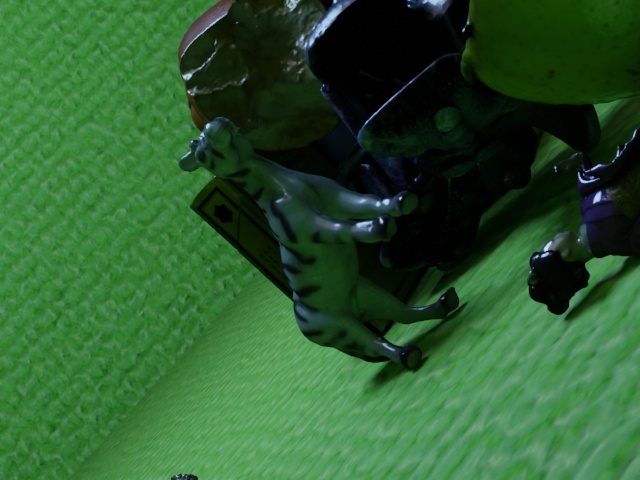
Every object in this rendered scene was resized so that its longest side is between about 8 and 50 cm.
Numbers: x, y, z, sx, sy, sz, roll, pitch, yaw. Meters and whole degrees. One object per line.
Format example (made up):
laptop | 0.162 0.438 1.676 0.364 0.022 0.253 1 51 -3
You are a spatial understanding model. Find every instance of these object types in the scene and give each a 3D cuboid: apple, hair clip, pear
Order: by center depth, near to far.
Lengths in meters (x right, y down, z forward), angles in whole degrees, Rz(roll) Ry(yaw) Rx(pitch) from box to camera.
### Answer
pear | 0.229 -0.206 0.845 0.292 0.292 0.159 -50 -35 -33
hair clip | 0.105 -0.114 1.059 0.206 0.194 0.310 -29 -24 -9
apple | -0.053 -0.164 1.149 0.158 0.156 0.147 -6 23 10

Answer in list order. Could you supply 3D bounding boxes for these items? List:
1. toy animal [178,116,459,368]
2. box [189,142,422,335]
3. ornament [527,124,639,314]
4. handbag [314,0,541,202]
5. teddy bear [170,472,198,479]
toy animal | 0.009 -0.006 0.993 0.170 0.255 0.090 -17 17 50
box | -0.006 -0.011 1.212 0.064 0.220 0.141 -45 4 44
ornament | 0.188 -0.043 0.732 0.203 0.081 0.088 -44 5 18
handbag | 0.091 -0.140 1.334 0.222 0.241 0.263 -44 4 27
teddy bear | -0.136 0.273 0.971 0.119 0.078 0.160 -18 36 27
